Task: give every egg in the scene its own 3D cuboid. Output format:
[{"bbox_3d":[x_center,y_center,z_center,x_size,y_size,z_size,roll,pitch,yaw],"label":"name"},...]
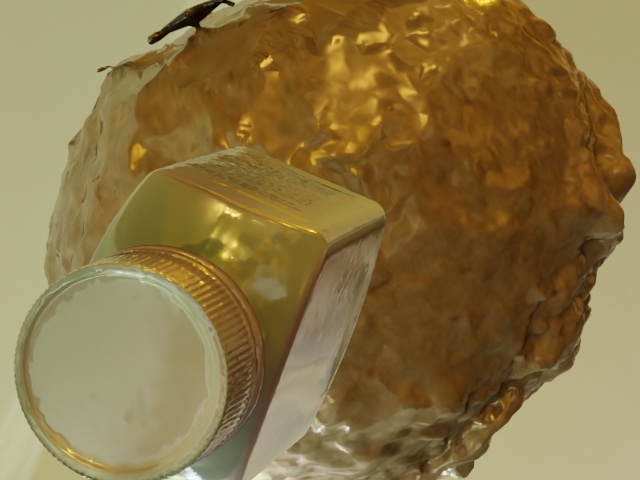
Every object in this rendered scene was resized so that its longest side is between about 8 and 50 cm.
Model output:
[{"bbox_3d":[0.000,0.000,0.956,0.310,0.279,0.279,-31,3,26],"label":"egg"}]

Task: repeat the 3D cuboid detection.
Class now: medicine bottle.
[{"bbox_3d":[-0.029,0.022,0.472,0.074,0.055,0.118,-68,-11,14],"label":"medicine bottle"}]
